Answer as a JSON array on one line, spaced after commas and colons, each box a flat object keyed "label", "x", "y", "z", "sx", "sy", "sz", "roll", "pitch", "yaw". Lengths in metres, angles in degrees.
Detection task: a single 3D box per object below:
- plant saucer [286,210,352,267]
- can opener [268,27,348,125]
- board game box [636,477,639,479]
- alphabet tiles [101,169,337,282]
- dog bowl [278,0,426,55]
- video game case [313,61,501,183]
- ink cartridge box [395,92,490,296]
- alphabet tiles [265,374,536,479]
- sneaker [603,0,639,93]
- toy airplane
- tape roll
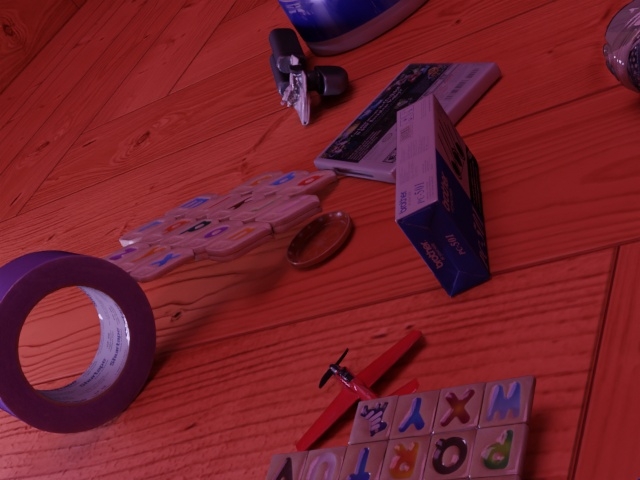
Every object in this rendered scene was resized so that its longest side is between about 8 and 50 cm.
[{"label": "plant saucer", "x": 0.000, "y": 0.000, "z": 1.163, "sx": 0.083, "sy": 0.013, "sz": 0.083, "roll": -30, "pitch": 26, "yaw": 16}, {"label": "can opener", "x": -0.027, "y": -0.243, "z": 1.549, "sx": 0.093, "sy": 0.074, "sz": 0.280, "roll": -5, "pitch": 26, "yaw": -11}, {"label": "board game box", "x": 0.217, "y": 0.180, "z": 0.519, "sx": 0.160, "sy": 0.039, "sz": 0.211, "roll": -25, "pitch": 20, "yaw": -22}, {"label": "alphabet tiles", "x": -0.126, "y": -0.018, "z": 1.264, "sx": 0.278, "sy": 0.021, "sz": 0.284, "roll": -31, "pitch": 19, "yaw": -29}, {"label": "dog bowl", "x": 0.066, "y": -0.407, "z": 1.638, "sx": 0.265, "sy": 0.104, "sz": 0.265, "roll": -29, "pitch": 28, "yaw": 17}, {"label": "video game case", "x": 0.101, "y": -0.144, "z": 1.265, "sx": 0.190, "sy": 0.022, "sz": 0.173, "roll": -47, "pitch": 28, "yaw": -16}, {"label": "ink cartridge box", "x": 0.114, "y": -0.049, "z": 1.007, "sx": 0.046, "sy": 0.097, "sz": 0.207, "roll": -27, "pitch": 28, "yaw": 21}, {"label": "alphabet tiles", "x": 0.038, "y": 0.197, "z": 0.769, "sx": 0.237, "sy": 0.009, "sz": 0.198, "roll": -15, "pitch": 43, "yaw": 37}, {"label": "sneaker", "x": 0.399, "y": -0.211, "z": 0.937, "sx": 0.283, "sy": 0.110, "sz": 0.122, "roll": -39, "pitch": 37, "yaw": 13}, {"label": "toy airplane", "x": 0.037, "y": 0.131, "z": 0.890, "sx": 0.151, "sy": 0.028, "sz": 0.151, "roll": -30, "pitch": 28, "yaw": 18}, {"label": "tape roll", "x": -0.277, "y": 0.106, "z": 1.138, "sx": 0.189, "sy": 0.189, "sz": 0.080, "roll": -49, "pitch": 28, "yaw": -22}]
